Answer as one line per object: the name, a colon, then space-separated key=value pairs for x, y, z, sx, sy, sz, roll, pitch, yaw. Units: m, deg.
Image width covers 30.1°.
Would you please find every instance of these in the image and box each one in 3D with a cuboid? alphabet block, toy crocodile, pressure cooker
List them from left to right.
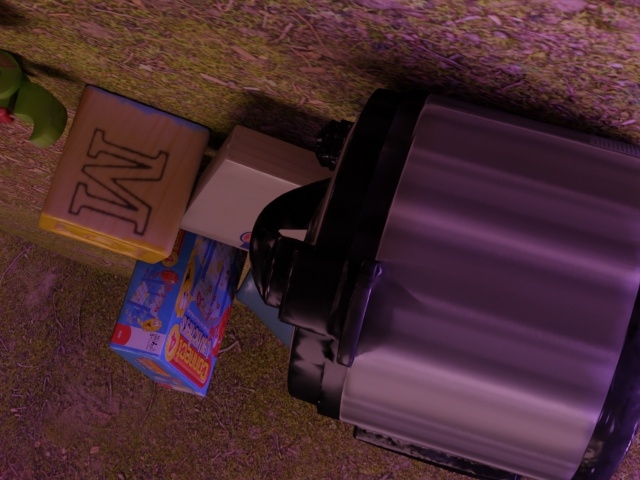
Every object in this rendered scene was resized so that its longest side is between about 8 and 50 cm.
toy crocodile: x=-0.514 y=-0.222 z=1.657 sx=0.340 sy=0.105 sz=0.115 roll=17 pitch=170 yaw=0
alphabet block: x=-0.292 y=-0.089 z=1.749 sx=0.193 sy=0.197 sz=0.192 roll=19 pitch=170 yaw=-11
pressure cooker: x=0.137 y=0.034 z=1.243 sx=0.420 sy=0.375 sz=0.370 roll=16 pitch=154 yaw=6

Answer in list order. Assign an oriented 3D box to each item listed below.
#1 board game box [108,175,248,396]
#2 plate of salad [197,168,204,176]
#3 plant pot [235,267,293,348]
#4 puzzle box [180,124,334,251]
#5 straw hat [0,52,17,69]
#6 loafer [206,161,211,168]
board game box: x=-0.224 y=0.080 z=1.984 sx=0.086 sy=0.302 sz=0.308 roll=12 pitch=164 yaw=12
plate of salad: x=-0.156 y=-0.082 z=2.012 sx=0.200 sy=0.048 sz=0.200 roll=14 pitch=164 yaw=4
plant pot: x=0.000 y=0.081 z=2.106 sx=0.255 sy=0.271 sz=0.271 roll=29 pitch=170 yaw=-2
puzzle box: x=-0.039 y=-0.039 z=1.652 sx=0.272 sy=0.052 sz=0.409 roll=19 pitch=165 yaw=-12
straw hat: x=-0.420 y=-0.257 z=1.426 sx=0.144 sy=0.061 sz=0.144 roll=21 pitch=-173 yaw=-3
loafer: x=-0.047 y=-0.044 z=1.881 sx=0.302 sy=0.109 sz=0.095 roll=28 pitch=162 yaw=-37
